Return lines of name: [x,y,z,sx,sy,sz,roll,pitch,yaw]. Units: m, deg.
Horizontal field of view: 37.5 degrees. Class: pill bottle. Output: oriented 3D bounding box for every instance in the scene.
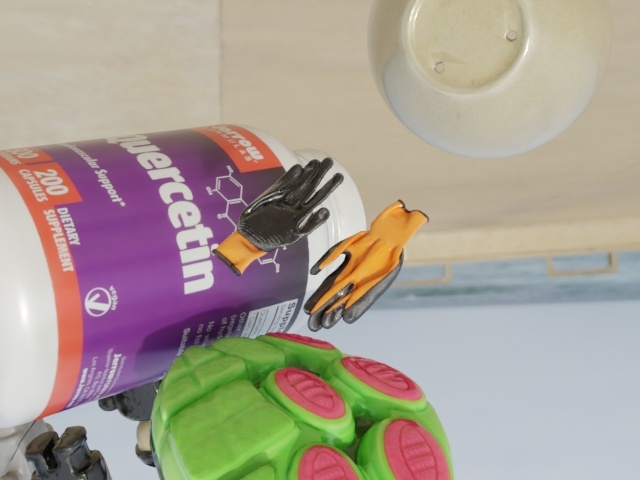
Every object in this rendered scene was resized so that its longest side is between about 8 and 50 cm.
pill bottle: [-0.122,0.010,0.701,0.323,0.182,0.181,-14,-175,-41]

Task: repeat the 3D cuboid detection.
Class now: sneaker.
sneaker: [0.017,0.236,0.502,0.185,0.202,0.483,0,-142,-29]

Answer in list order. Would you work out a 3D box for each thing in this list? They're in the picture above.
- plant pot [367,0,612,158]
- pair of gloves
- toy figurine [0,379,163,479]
plant pot: [0.173,-0.223,1.031,0.284,0.284,0.191,-4,-171,17]
pair of gloves: [0.000,0.000,0.432,0.083,0.074,0.010,33,160,29]
toy figurine: [-0.180,0.191,0.849,0.209,0.148,0.213,-30,-157,-34]
